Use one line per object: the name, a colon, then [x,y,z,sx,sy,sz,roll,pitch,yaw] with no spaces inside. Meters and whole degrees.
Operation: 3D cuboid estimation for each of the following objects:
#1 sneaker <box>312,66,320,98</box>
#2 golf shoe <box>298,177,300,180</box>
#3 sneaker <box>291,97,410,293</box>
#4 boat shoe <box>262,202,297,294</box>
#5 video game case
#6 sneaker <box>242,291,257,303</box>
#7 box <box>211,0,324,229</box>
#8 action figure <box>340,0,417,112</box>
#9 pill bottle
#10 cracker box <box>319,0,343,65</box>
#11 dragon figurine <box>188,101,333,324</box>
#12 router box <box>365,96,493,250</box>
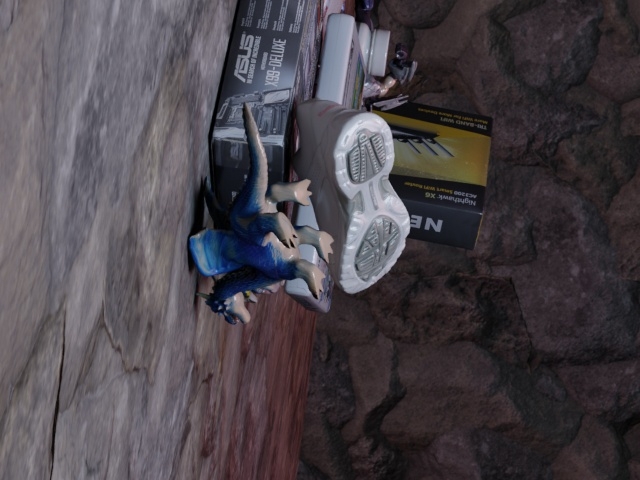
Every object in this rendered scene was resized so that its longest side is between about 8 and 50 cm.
sneaker: [-0.050,-0.154,2.130,0.077,0.072,0.178,112,0,-47]
golf shoe: [-0.027,-0.127,2.309,0.067,0.086,0.186,13,84,-85]
sneaker: [0.023,-0.052,1.740,0.115,0.090,0.232,38,-36,41]
boat shoe: [-0.047,0.003,2.260,0.258,0.084,0.095,91,8,-65]
video game case: [0.009,-0.084,2.087,0.300,0.036,0.329,55,43,-82]
sneaker: [-0.091,0.055,2.087,0.083,0.031,0.035,81,16,-79]
box: [-0.051,-0.167,1.831,0.242,0.077,0.307,92,7,-62]
action figure: [0.048,-0.297,2.616,0.099,0.185,0.285,2,-80,64]
pill bottle: [0.026,-0.270,2.390,0.078,0.137,0.078,8,90,-87]
cracker box: [-0.009,-0.314,2.133,0.232,0.067,0.155,46,62,-87]
dragon figurine: [-0.078,-0.010,1.659,0.289,0.144,0.085,62,33,-51]
router box: [0.105,-0.118,2.657,0.243,0.309,0.081,-79,179,-48]
